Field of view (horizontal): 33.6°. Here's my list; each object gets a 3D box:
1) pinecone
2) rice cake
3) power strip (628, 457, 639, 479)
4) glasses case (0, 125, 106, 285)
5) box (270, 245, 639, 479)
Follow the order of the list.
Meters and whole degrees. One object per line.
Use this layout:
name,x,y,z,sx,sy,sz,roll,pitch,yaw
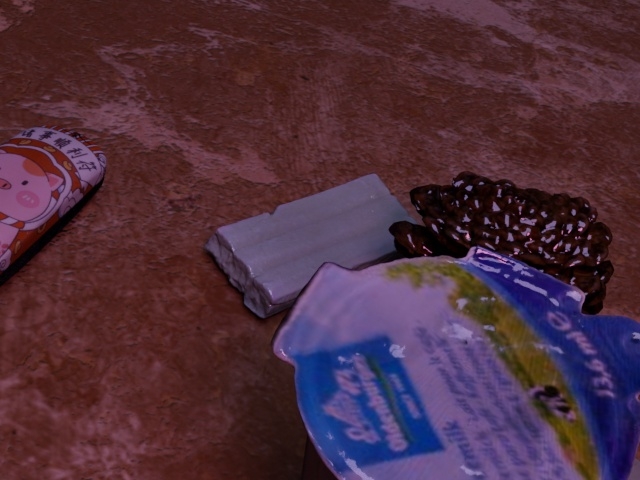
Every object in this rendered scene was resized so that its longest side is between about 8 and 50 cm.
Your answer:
pinecone,0.177,0.042,1.049,0.221,0.221,0.221,9,43,-9
rice cake,0.000,0.000,1.145,0.237,0.043,0.127,-18,54,-34
power strip,0.342,0.302,0.942,0.270,0.046,0.118,36,45,20
glasses case,-0.314,-0.031,1.056,0.103,0.067,0.267,26,43,7
box,0.103,0.158,0.823,0.291,0.206,0.262,-12,52,-24
